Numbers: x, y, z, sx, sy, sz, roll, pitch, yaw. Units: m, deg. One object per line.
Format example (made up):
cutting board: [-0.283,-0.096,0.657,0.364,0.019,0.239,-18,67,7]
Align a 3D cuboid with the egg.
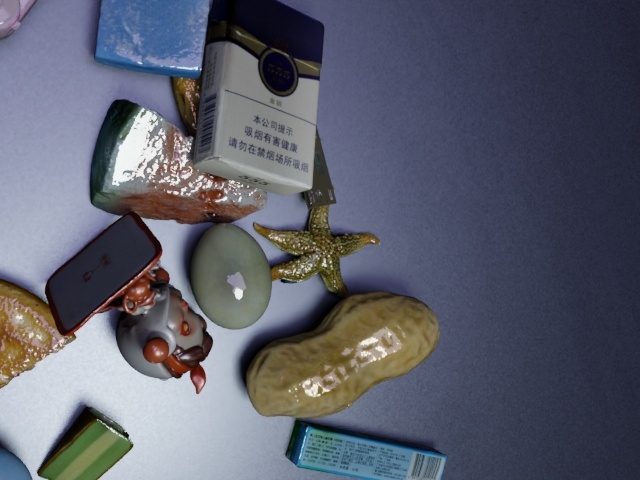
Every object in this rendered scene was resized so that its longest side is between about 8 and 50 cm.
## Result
egg: [-0.126,0.050,1.091,0.114,0.114,0.152,-8,86,-24]

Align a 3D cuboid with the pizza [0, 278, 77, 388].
pizza: [-0.440,0.136,0.986,0.201,0.053,0.193,33,86,-12]

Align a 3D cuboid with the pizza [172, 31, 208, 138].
pizza: [-0.160,-0.223,1.100,0.099,0.036,0.160,-8,97,-24]

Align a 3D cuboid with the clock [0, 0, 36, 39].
clock: [-0.441,-0.433,0.917,0.322,0.113,0.295,36,79,-21]

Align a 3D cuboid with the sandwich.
sandwich: [-0.318,0.295,1.044,0.074,0.074,0.116,41,77,-21]

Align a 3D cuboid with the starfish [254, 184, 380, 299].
starfish: [0.000,0.000,1.188,0.208,0.053,0.176,10,80,-31]

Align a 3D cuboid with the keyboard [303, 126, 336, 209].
keyboard: [-0.013,-0.114,1.174,0.049,0.015,0.129,-14,87,-27]

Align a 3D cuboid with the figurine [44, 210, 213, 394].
figurine: [-0.223,0.111,1.034,0.160,0.183,0.226,-41,121,-7]

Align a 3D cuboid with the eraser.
eraser: [-0.214,-0.381,1.040,0.144,0.042,0.312,7,87,-15]

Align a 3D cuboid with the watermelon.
watermelon: [-0.191,-0.085,1.078,0.241,0.094,0.154,18,92,-28]

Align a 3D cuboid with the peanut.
peanut: [0.035,0.172,1.166,0.313,0.149,0.149,-27,104,-16]

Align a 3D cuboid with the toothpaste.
toothpaste: [0.078,0.345,1.240,0.267,0.050,0.065,17,87,-24]

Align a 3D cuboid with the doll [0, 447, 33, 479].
doll: [-0.453,0.376,0.957,0.177,0.141,0.314,4,105,-56]

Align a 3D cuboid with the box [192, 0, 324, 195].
box: [-0.080,-0.206,1.072,0.168,0.071,0.259,14,75,-39]
